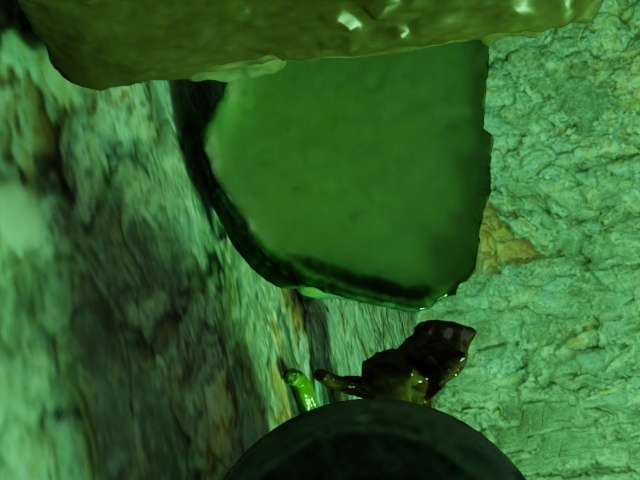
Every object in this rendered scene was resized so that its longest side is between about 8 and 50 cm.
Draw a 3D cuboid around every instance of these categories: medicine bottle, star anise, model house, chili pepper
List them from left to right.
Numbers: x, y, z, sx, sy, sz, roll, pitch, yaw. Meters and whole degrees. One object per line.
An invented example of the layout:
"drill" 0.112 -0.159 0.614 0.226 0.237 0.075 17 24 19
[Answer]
"chili pepper" -0.012 0.124 0.810 0.030 0.017 0.083 -94 166 -45
"model house" -0.001 -0.051 0.754 0.189 0.195 0.214 146 -52 -72
"star anise" 0.069 0.150 0.984 0.196 0.111 0.212 -43 148 -45
"medicine bottle" 0.044 0.188 0.557 0.273 0.165 0.165 64 15 -66

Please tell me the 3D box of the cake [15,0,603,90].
"cake" -0.031 -0.229 0.406 0.282 0.256 0.290 67 17 -62

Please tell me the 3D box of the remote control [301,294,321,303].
"remote control" 0.000 0.000 1.059 0.261 0.029 0.067 -68 144 -77
